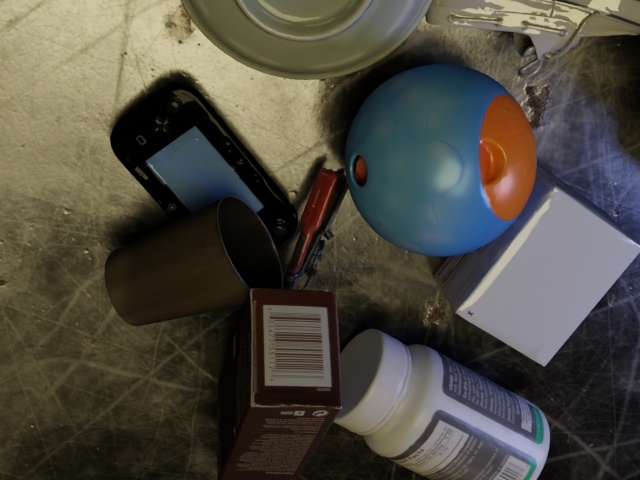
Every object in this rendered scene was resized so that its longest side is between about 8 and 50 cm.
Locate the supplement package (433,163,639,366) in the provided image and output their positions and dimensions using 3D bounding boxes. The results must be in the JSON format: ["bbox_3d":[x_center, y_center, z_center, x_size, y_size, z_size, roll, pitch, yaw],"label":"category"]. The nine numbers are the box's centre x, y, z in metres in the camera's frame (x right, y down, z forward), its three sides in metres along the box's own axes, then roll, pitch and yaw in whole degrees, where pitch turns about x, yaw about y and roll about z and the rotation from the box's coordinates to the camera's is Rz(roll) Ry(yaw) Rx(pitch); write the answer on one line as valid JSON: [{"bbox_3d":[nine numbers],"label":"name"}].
[{"bbox_3d":[0.359,0.037,1.808,0.204,0.145,0.262,31,106,-21],"label":"supplement package"}]

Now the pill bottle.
[{"bbox_3d":[0.199,0.304,1.866,0.361,0.204,0.204,30,106,-21],"label":"pill bottle"}]

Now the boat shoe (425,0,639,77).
[{"bbox_3d":[0.333,-0.326,1.646,0.366,0.136,0.157,8,112,-10],"label":"boat shoe"}]

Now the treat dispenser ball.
[{"bbox_3d":[0.179,-0.120,1.626,0.288,0.288,0.288,-4,115,-9],"label":"treat dispenser ball"}]

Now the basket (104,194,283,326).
[{"bbox_3d":[-0.203,0.044,1.673,0.226,0.154,0.204,-18,145,20],"label":"basket"}]

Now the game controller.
[{"bbox_3d":[-0.179,-0.094,1.696,0.166,0.067,0.319,-37,114,7],"label":"game controller"}]

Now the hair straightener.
[{"bbox_3d":[0.000,0.000,1.756,0.089,0.047,0.231,12,95,-54],"label":"hair straightener"}]

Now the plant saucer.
[{"bbox_3d":[-0.022,-0.396,1.524,0.400,0.101,0.401,1,123,1],"label":"plant saucer"}]

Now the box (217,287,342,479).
[{"bbox_3d":[-0.074,0.239,1.695,0.143,0.191,0.381,3,150,-10],"label":"box"}]
